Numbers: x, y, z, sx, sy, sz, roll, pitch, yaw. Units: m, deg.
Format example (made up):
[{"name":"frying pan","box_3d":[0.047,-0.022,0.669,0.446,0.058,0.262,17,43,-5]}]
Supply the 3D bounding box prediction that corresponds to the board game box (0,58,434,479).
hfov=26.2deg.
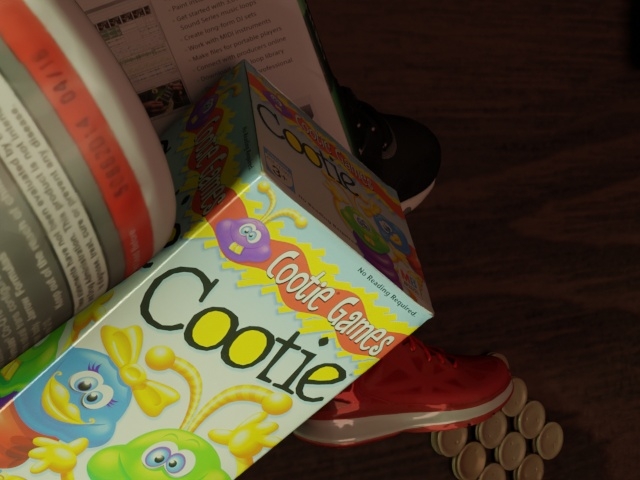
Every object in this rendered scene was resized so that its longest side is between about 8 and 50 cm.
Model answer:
[{"name":"board game box","box_3d":[-0.089,0.052,0.832,0.275,0.142,0.144,-42,118,17]}]

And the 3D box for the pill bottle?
[{"name":"pill bottle","box_3d":[-0.267,0.017,0.650,0.363,0.210,0.210,-37,118,-21]}]

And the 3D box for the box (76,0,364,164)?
[{"name":"box","box_3d":[-0.111,-0.094,0.866,0.232,0.058,0.322,-18,120,4]}]

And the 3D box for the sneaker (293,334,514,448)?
[{"name":"sneaker","box_3d":[0.074,0.089,1.134,0.221,0.087,0.128,-10,103,-40]}]

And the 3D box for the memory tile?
[{"name":"memory tile","box_3d":[0.165,0.183,1.266,0.113,0.012,0.148,-54,125,-21]}]

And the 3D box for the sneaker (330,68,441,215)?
[{"name":"sneaker","box_3d":[-0.005,-0.085,1.002,0.283,0.107,0.124,-5,132,-40]}]
